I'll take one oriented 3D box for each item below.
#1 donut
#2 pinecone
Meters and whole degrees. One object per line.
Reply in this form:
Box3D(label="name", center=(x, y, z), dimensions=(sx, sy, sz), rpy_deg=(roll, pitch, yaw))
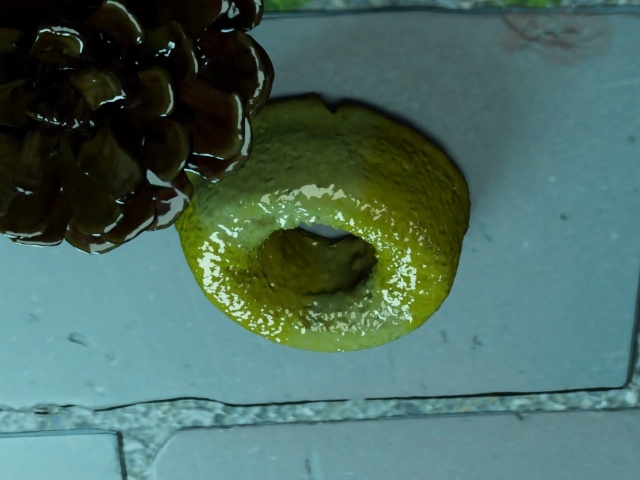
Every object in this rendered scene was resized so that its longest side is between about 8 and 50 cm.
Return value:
Box3D(label="donut", center=(0.000, 0.000, 1.150), dimensions=(0.178, 0.065, 0.162), rpy_deg=(17, 128, -18))
Box3D(label="pinecone", center=(-0.122, -0.083, 0.992), dimensions=(0.208, 0.207, 0.207), rpy_deg=(-2, 131, -2))
